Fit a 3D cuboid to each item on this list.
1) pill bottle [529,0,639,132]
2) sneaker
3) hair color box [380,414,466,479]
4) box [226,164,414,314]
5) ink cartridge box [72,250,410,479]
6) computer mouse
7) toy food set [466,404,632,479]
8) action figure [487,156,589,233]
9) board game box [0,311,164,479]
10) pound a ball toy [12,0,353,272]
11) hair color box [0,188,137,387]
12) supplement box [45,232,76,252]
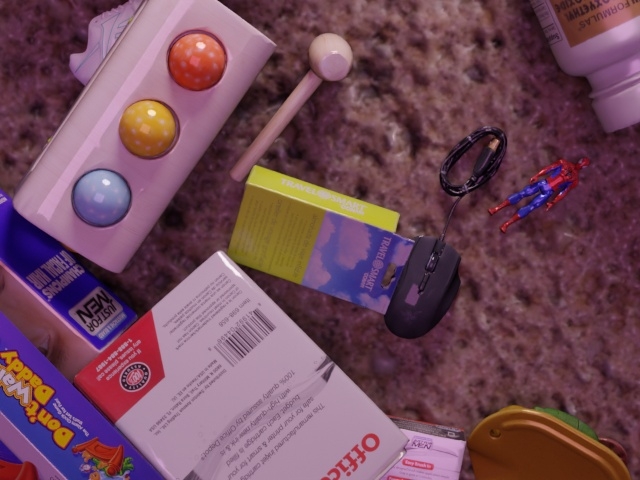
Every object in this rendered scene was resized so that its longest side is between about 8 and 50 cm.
[{"bbox_3d":[0.280,-0.230,1.201,0.131,0.131,0.229,-25,94,5],"label":"pill bottle"},{"bbox_3d":[-0.205,-0.221,1.264,0.061,0.054,0.152,38,97,1],"label":"sneaker"},{"bbox_3d":[0.094,0.278,1.299,0.093,0.053,0.167,11,97,3],"label":"hair color box"},{"bbox_3d":[0.000,0.000,1.258,0.178,0.042,0.109,19,128,0],"label":"box"},{"bbox_3d":[-0.077,0.180,1.211,0.197,0.114,0.273,-42,78,-17],"label":"ink cartridge box"},{"bbox_3d":[0.132,-0.008,1.275,0.071,0.041,0.242,22,96,1],"label":"computer mouse"},{"bbox_3d":[0.260,0.239,1.287,0.218,0.071,0.128,31,120,1],"label":"toy food set"},{"bbox_3d":[0.231,-0.051,1.273,0.115,0.030,0.038,-35,88,3],"label":"action figure"},{"bbox_3d":[-0.342,0.171,1.165,0.347,0.078,0.233,47,131,-5],"label":"board game box"},{"bbox_3d":[-0.126,-0.113,1.201,0.208,0.136,0.319,35,95,-18],"label":"pound a ball toy"},{"bbox_3d":[-0.378,0.040,1.252,0.339,0.110,0.185,42,112,-3],"label":"hair color box"},{"bbox_3d":[-0.260,-0.032,1.290,0.055,0.043,0.083,14,97,1],"label":"supplement box"}]
